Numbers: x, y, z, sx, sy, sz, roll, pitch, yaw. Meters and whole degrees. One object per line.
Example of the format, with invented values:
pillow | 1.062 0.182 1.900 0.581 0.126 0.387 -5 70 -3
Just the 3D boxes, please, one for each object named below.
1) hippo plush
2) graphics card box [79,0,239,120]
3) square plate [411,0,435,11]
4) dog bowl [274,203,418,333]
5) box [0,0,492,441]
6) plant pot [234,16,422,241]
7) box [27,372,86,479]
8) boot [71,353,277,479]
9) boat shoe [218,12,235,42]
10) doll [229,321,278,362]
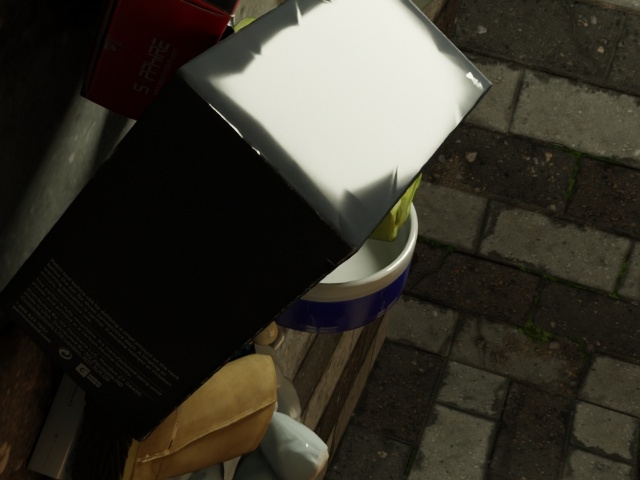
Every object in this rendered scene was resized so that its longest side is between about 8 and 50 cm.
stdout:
hippo plush | -0.137 0.235 1.478 0.294 0.234 0.236 61 3 -13
graphics card box | -0.079 -0.299 0.890 0.233 0.094 0.370 -40 -151 65
square plate | 0.194 -0.514 1.819 0.347 0.049 0.344 -34 -150 41
dog bowl | 0.000 0.000 1.497 0.104 0.265 0.264 97 14 -46
box | -0.057 -0.047 0.930 0.312 0.179 0.343 -42 -176 37
plant pot | -0.001 -0.118 1.341 0.276 0.254 0.276 16 90 -79
box | -0.244 0.190 1.151 0.186 0.038 0.145 68 39 -72
boot | -0.137 0.159 1.143 0.270 0.089 0.236 -10 128 -58
boat shoe | -0.117 -0.224 1.064 0.084 0.079 0.233 80 26 -64
doll | -0.132 0.156 1.306 0.189 0.129 0.046 -35 -177 -9
